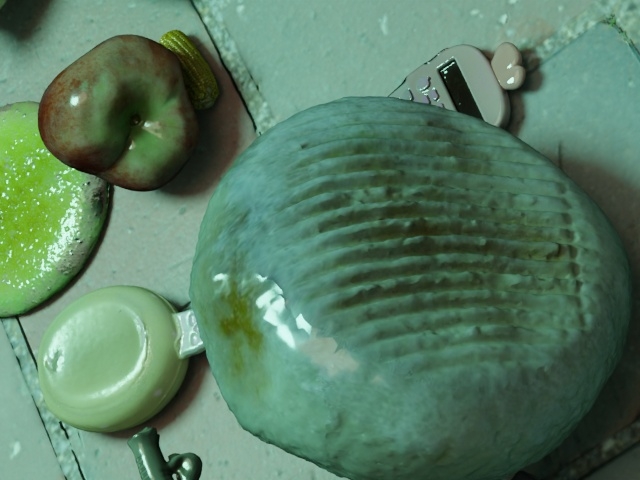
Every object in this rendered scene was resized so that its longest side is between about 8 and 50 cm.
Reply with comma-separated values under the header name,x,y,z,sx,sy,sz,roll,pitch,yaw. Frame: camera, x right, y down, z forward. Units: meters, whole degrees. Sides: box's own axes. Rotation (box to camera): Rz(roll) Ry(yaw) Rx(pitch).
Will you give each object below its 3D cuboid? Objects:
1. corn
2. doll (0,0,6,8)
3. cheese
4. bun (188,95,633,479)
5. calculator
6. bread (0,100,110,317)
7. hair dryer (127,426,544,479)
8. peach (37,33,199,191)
name,x,y,z,sx,sy,sz,roll,pitch,yaw
corn,-0.127,-0.166,1.769,0.037,0.037,0.092,-42,58,14
doll,-0.338,-0.345,1.837,0.149,0.175,0.278,33,108,-10
cheese,-0.157,0.098,1.695,0.227,0.064,0.137,-18,69,24
bun,0.066,0.053,1.442,0.362,0.362,0.211,49,139,31
calculator,0.113,-0.115,1.621,0.166,0.024,0.103,-33,62,21
bread,-0.312,-0.034,1.840,0.228,0.033,0.228,-10,70,29
hair dryer,-0.004,0.250,1.466,0.361,0.121,0.301,34,79,13
peach,-0.193,-0.115,1.731,0.152,0.152,0.152,-9,72,28
